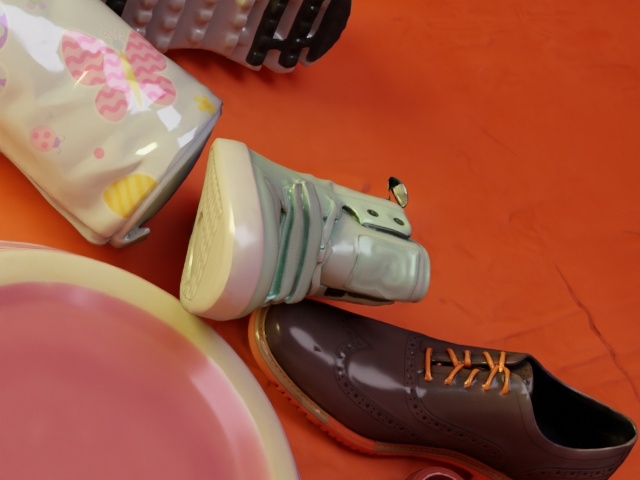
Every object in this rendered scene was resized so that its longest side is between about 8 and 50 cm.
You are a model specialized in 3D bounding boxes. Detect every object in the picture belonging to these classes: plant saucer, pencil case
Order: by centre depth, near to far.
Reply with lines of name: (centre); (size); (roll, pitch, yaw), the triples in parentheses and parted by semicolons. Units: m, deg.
plant saucer: (-0.134, 0.129, 0.694); (0.332, 0.084, 0.332); (23, 44, -24)
pencil case: (-0.191, -0.115, 0.832); (0.273, 0.113, 0.124); (37, 60, -8)

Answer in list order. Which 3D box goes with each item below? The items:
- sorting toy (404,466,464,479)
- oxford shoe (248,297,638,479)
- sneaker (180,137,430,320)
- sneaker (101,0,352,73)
sorting toy: (0.063, 0.189, 0.845); (0.061, 0.042, 0.102); (31, 52, 8)
oxford shoe: (0.083, 0.091, 0.892); (0.271, 0.098, 0.096); (24, 45, -22)
sneaker: (0.000, -0.001, 0.804); (0.151, 0.094, 0.256); (14, 9, -5)
sneaker: (-0.119, -0.196, 0.982); (0.292, 0.110, 0.118); (5, 40, -40)
